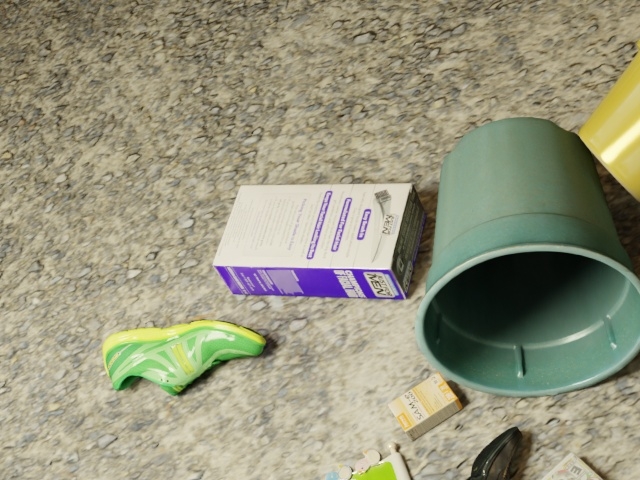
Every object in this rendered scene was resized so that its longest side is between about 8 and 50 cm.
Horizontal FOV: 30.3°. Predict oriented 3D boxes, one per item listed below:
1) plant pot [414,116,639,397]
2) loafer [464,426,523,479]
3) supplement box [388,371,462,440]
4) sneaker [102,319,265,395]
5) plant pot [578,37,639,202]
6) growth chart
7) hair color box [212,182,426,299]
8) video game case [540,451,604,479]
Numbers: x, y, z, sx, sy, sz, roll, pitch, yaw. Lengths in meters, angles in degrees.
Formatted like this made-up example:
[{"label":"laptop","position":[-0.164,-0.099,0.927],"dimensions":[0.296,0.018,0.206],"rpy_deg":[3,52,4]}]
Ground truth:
[{"label":"plant pot","position":[0.316,0.008,1.824],"dimensions":[0.341,0.341,0.334],"rpy_deg":[-11,43,15]},{"label":"loafer","position":[0.256,0.351,1.758],"dimensions":[0.061,0.062,0.170],"rpy_deg":[42,66,0]},{"label":"supplement box","position":[0.165,0.262,1.867],"dimensions":[0.098,0.036,0.062],"rpy_deg":[-33,49,-2]},{"label":"sneaker","position":[-0.232,0.206,2.054],"dimensions":[0.296,0.109,0.123],"rpy_deg":[-9,78,13]},{"label":"plant pot","position":[0.538,-0.187,1.815],"dimensions":[0.239,0.254,0.254],"rpy_deg":[-42,48,15]},{"label":"growth chart","position":[0.041,0.420,1.814],"dimensions":[0.237,0.021,0.172],"rpy_deg":[-30,48,-1]},{"label":"hair color box","position":[0.000,0.000,2.088],"dimensions":[0.339,0.110,0.185],"rpy_deg":[0,54,25]},{"label":"video game case","position":[0.346,0.440,1.664],"dimensions":[0.227,0.026,0.206],"rpy_deg":[-40,50,-9]}]
